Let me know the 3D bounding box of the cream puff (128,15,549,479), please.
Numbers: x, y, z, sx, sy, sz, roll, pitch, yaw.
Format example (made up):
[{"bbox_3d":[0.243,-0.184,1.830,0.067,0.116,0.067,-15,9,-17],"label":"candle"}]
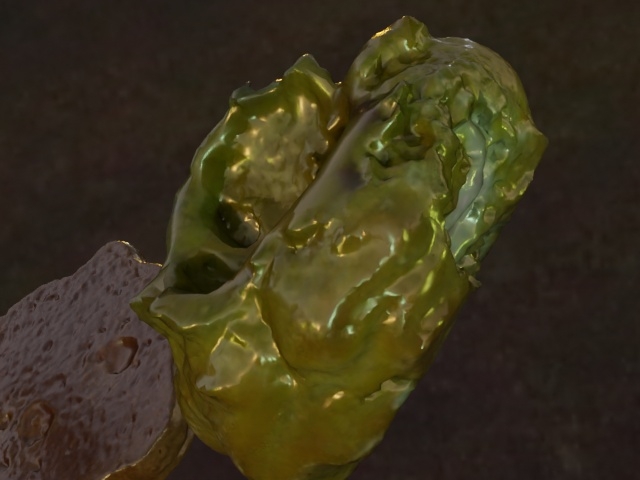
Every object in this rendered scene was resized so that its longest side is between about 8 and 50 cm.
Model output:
[{"bbox_3d":[0.001,-0.002,0.883,0.185,0.281,0.282,32,34,6],"label":"cream puff"}]

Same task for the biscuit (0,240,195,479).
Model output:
[{"bbox_3d":[-0.197,0.127,1.203,0.257,0.049,0.273,-38,39,14],"label":"biscuit"}]
